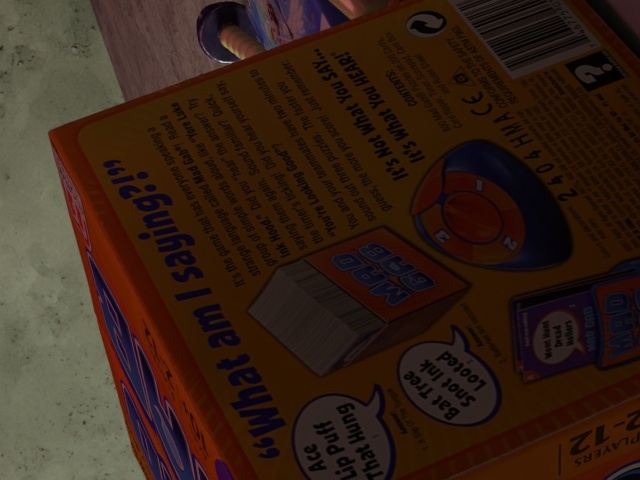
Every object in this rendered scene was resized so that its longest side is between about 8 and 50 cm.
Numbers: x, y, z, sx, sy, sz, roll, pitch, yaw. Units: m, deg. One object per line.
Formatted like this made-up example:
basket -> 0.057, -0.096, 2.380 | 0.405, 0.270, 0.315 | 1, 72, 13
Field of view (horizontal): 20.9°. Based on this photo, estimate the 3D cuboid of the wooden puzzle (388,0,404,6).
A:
wooden puzzle -> 0.065, -0.214, 1.542 | 0.049, 0.006, 0.083 | 96, 151, -65

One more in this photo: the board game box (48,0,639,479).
board game box -> 0.074, 0.099, 1.133 | 0.356, 0.356, 0.356 | 84, 160, -47

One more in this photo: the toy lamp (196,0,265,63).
toy lamp -> -0.085, -0.227, 2.037 | 0.275, 0.080, 0.080 | -138, 30, -60

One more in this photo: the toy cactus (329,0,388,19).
toy cactus -> -0.014, -0.256, 1.499 | 0.180, 0.112, 0.219 | 54, -172, 19

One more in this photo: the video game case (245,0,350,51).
video game case -> -0.010, -0.224, 1.734 | 0.244, 0.061, 0.269 | 89, 157, -56
